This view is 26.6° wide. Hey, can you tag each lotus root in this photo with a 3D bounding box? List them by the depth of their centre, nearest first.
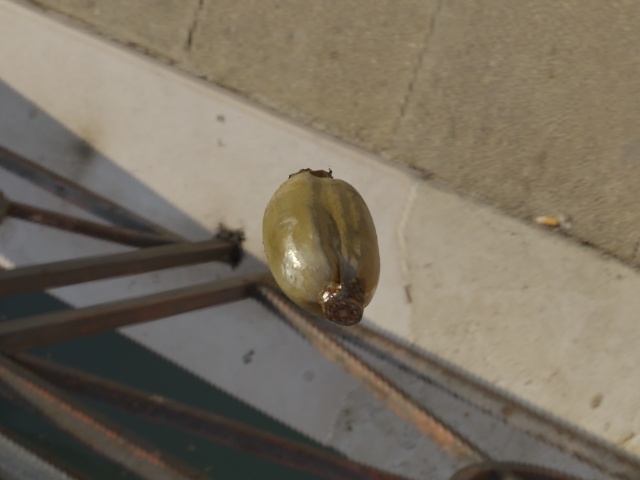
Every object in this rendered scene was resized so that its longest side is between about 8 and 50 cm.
[{"bbox_3d":[0.000,0.000,0.849,0.073,0.150,0.062,6,125,-14],"label":"lotus root"}]
